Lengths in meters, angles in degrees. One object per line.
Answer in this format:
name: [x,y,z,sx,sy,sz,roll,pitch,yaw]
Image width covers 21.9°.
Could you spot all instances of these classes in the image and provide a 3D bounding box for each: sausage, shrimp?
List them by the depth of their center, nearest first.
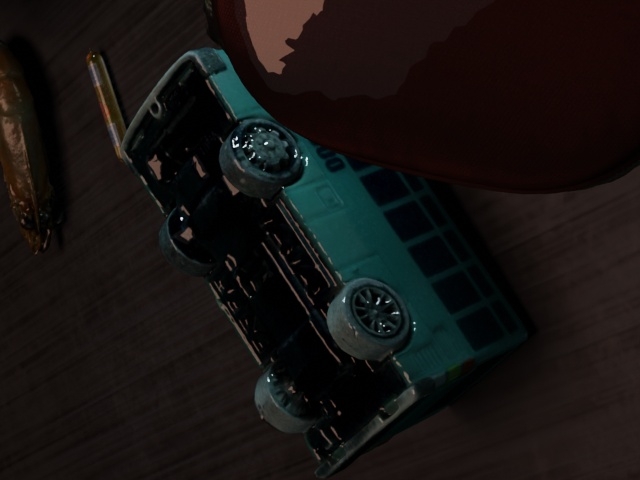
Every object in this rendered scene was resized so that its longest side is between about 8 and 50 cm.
sausage: [-0.167,-0.105,1.308,0.015,0.015,0.100,-24,83,51]
shrimp: [-0.257,-0.081,1.409,0.101,0.042,0.190,175,82,-71]

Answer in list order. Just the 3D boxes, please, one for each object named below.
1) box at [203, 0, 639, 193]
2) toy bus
box: [0.085,-0.220,0.769,0.263,0.108,0.404,16,112,13]
toy bus: [0.000,0.000,1.036,0.256,0.147,0.128,57,137,14]
